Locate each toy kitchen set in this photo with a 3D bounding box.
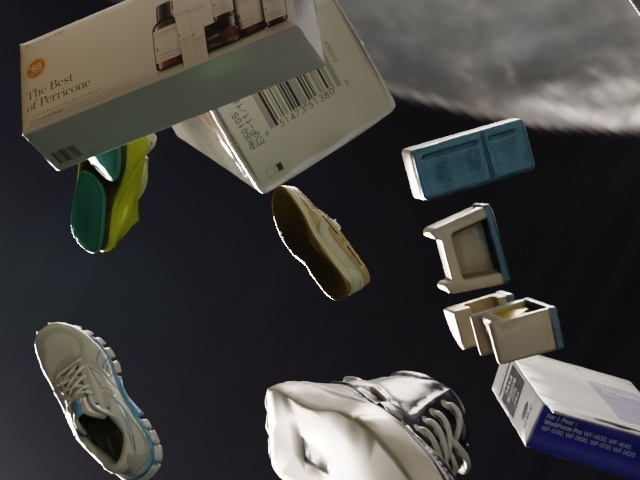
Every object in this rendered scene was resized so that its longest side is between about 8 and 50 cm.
[{"bbox_3d":[0.181,-0.003,1.762,0.122,0.207,0.166,-17,-172,-11],"label":"toy kitchen set"}]

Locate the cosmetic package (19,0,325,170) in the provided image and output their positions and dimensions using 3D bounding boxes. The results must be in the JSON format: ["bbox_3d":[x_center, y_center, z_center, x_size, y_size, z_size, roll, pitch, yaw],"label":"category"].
[{"bbox_3d":[-0.120,-0.146,1.427,0.060,0.239,0.099,51,-155,-48],"label":"cosmetic package"}]

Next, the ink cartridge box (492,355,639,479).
[{"bbox_3d":[0.295,0.198,2.020,0.165,0.065,0.333,17,-174,-4],"label":"ink cartridge box"}]

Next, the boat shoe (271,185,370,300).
[{"bbox_3d":[0.000,0.000,1.816,0.045,0.050,0.135,-17,-114,-39],"label":"boat shoe"}]

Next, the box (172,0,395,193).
[{"bbox_3d":[-0.065,-0.154,1.664,0.121,0.148,0.311,59,170,-20],"label":"box"}]

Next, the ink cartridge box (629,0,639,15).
[{"bbox_3d":[0.368,-0.158,1.135,0.385,0.279,0.160,54,-160,-1],"label":"ink cartridge box"}]

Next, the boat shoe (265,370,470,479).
[{"bbox_3d":[0.080,0.182,1.602,0.158,0.127,0.340,-9,-165,-22],"label":"boat shoe"}]

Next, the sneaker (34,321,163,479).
[{"bbox_3d":[-0.230,0.157,1.819,0.191,0.071,0.083,52,-170,17],"label":"sneaker"}]

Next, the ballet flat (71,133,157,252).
[{"bbox_3d":[-0.196,-0.078,1.765,0.077,0.077,0.231,44,147,21],"label":"ballet flat"}]
